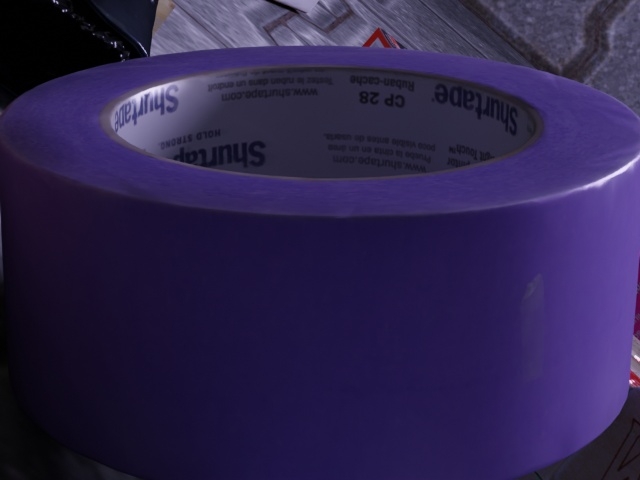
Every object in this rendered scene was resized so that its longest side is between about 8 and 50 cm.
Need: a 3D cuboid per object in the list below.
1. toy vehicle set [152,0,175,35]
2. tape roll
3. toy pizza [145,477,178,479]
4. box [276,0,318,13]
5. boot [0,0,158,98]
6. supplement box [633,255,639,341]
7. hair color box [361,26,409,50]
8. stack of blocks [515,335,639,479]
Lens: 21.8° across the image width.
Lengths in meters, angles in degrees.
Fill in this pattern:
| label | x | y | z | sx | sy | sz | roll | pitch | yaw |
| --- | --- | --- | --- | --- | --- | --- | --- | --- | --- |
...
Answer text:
| label | x | y | z | sx | sy | sz | roll | pitch | yaw |
| --- | --- | --- | --- | --- | --- | --- | --- | --- | --- |
| toy vehicle set | -0.206 | -0.199 | 0.861 | 0.267 | 0.035 | 0.166 | 22 | 23 | -53 |
| tape roll | 0.000 | 0.000 | 0.497 | 0.189 | 0.080 | 0.189 | 0 | 19 | 0 |
| toy pizza | 0.024 | 0.136 | 0.449 | 0.201 | 0.032 | 0.201 | 39 | 11 | -9 |
| box | -0.093 | -0.332 | 1.313 | 0.215 | 0.168 | 0.345 | 45 | 15 | 17 |
| boot | -0.141 | -0.188 | 0.742 | 0.246 | 0.094 | 0.207 | 56 | 18 | -19 |
| supplement box | 0.150 | 0.053 | 0.893 | 0.220 | 0.114 | 0.111 | 47 | 14 | 17 |
| hair color box | 0.095 | -0.117 | 1.420 | 0.141 | 0.043 | 0.072 | 37 | 13 | -22 |
| stack of blocks | 0.101 | 0.086 | 0.625 | 0.171 | 0.087 | 0.297 | 35 | 9 | -37 |
